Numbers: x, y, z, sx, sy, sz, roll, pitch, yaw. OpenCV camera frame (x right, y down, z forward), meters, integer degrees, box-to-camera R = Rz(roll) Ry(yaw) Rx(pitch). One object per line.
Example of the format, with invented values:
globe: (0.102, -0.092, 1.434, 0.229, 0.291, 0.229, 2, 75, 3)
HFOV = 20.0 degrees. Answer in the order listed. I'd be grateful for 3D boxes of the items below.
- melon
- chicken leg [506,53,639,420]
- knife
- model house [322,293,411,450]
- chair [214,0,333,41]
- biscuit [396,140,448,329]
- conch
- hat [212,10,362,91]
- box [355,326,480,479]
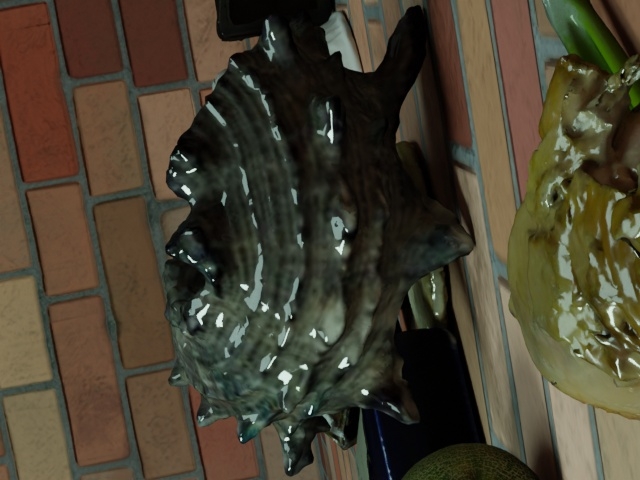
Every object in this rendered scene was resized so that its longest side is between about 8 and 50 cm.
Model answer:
melon: (0.082, 0.171, 1.008, 0.162, 0.099, 0.099, 86, 172, -61)
chicken leg: (0.109, -0.003, 0.463, 0.207, 0.085, 0.101, 156, 115, -76)
knife: (0.101, -0.080, 0.694, 0.022, 0.026, 0.184, -61, 29, 31)
model house: (0.030, 0.057, 1.430, 0.152, 0.106, 0.165, 97, 160, -49)
chair: (-0.046, -0.222, 1.673, 0.229, 0.106, 0.113, 85, 175, -58)
biscuit: (0.067, 0.001, 1.283, 0.152, 0.020, 0.152, 169, 90, -85)
conch: (-0.010, -0.005, 1.174, 0.241, 0.186, 0.313, -100, 13, -61)
hat: (-0.026, -0.094, 1.571, 0.203, 0.126, 0.203, 173, 90, -88)
box: (0.072, 0.185, 1.302, 0.259, 0.071, 0.168, 87, 172, -65)
